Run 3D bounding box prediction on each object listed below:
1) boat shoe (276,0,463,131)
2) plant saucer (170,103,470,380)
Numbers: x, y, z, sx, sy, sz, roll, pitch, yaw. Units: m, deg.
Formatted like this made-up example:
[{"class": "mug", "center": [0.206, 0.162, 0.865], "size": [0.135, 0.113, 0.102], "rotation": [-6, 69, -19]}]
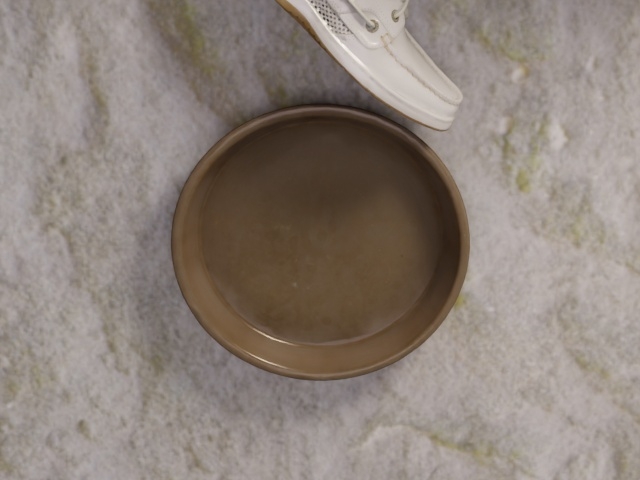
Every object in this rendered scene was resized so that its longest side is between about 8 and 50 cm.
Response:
[{"class": "boat shoe", "center": [0.035, -0.210, 1.567], "size": [0.277, 0.098, 0.096], "rotation": [41, 107, -14]}, {"class": "plant saucer", "center": [0.000, 0.000, 1.682], "size": [0.278, 0.041, 0.278], "rotation": [0, 112, -1]}]
